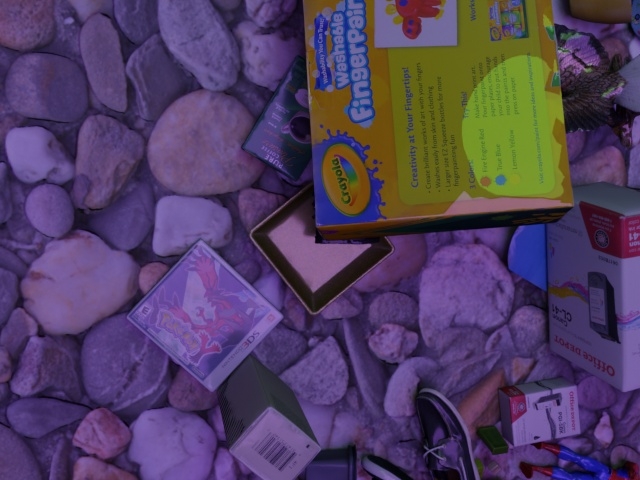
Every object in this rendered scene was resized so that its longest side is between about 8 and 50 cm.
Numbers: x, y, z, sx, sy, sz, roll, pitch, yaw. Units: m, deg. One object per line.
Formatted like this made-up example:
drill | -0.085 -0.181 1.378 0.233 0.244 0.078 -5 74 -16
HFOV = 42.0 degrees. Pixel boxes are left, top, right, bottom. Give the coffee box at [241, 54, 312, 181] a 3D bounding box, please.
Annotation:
coffee box | -0.042 -0.204 1.400 0.113 0.040 0.184 30 91 -13

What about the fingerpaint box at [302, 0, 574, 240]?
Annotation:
fingerpaint box | 0.167 -0.238 1.275 0.370 0.163 0.445 -5 81 6

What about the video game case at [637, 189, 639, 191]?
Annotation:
video game case | 0.684 0.018 1.562 0.244 0.061 0.270 -16 100 -10

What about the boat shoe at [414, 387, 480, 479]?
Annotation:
boat shoe | 0.223 0.379 1.496 0.079 0.084 0.233 -27 100 -46

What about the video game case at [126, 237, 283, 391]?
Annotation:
video game case | -0.195 0.129 1.424 0.201 0.023 0.183 44 88 -13

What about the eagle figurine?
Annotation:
eagle figurine | 0.407 -0.244 1.412 0.298 0.226 0.225 9 116 -17

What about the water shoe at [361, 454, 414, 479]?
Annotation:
water shoe | 0.145 0.469 1.512 0.203 0.073 0.080 36 92 -13

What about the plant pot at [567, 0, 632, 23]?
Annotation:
plant pot | 0.476 -0.431 1.437 0.095 0.134 0.134 -11 101 16

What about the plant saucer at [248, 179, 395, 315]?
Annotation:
plant saucer | 0.000 0.000 1.434 0.188 0.045 0.188 -39 103 -4

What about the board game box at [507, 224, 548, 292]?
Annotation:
board game box | 0.410 0.015 1.523 0.168 0.033 0.133 29 93 -23

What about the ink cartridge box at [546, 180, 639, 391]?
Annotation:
ink cartridge box | 0.500 0.071 1.427 0.131 0.226 0.306 -10 105 -17

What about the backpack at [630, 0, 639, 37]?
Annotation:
backpack | 0.647 -0.411 1.471 0.173 0.117 0.158 20 93 -10

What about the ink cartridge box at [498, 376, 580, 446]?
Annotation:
ink cartridge box | 0.408 0.318 1.551 0.135 0.056 0.099 -9 98 -9

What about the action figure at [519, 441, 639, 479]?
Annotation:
action figure | 0.532 0.453 1.557 0.280 0.139 0.092 17 95 -15

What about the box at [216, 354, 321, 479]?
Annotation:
box | -0.090 0.284 1.336 0.113 0.275 0.094 43 88 -12

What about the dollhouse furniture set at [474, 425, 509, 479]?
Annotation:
dollhouse furniture set | 0.309 0.429 1.564 0.076 0.058 0.152 -5 118 -18

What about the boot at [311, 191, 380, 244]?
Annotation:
boot | 0.042 -0.044 1.392 0.121 0.045 0.099 1 94 -11

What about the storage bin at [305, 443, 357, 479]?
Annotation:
storage bin | 0.017 0.437 1.477 0.091 0.098 0.135 1 98 -1
